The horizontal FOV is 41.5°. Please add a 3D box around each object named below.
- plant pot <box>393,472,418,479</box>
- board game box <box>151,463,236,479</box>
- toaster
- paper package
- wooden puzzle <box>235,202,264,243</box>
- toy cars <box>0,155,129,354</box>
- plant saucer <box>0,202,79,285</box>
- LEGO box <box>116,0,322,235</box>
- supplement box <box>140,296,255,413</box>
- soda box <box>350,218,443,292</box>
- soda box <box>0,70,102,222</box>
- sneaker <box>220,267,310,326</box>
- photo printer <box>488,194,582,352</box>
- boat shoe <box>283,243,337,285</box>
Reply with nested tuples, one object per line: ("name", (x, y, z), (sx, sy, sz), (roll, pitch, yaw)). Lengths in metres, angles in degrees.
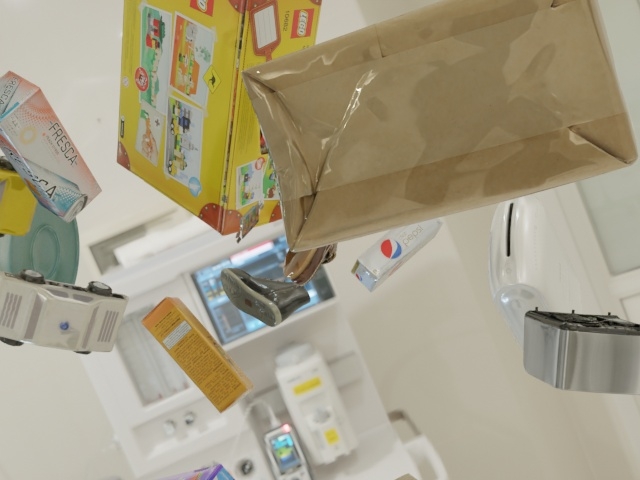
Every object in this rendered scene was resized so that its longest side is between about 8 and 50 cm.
("plant pot", (0.160, 0.538, 1.666), (0.096, 0.109, 0.109), (-4, 11, -28))
("board game box", (-0.193, 0.488, 1.357), (0.347, 0.233, 0.078), (-29, 15, 48))
("toaster", (0.429, 0.172, 1.330), (0.168, 0.110, 0.185), (4, 2, -8))
("paper package", (0.125, -0.118, 0.817), (0.309, 0.168, 0.325), (-16, 4, 16))
("wooden puzzle", (-0.123, -0.034, 1.456), (0.083, 0.006, 0.049), (-50, -22, -35))
("toy cars", (-0.389, 0.025, 1.075), (0.176, 0.394, 0.087), (-36, 30, -13))
("plant saucer", (-0.511, 0.022, 1.525), (0.043, 0.318, 0.317), (1, 12, 11))
("LEGO box", (-0.216, -0.322, 1.676), (0.193, 0.500, 0.372), (-19, 40, -42))
("supplement box", (-0.230, 0.214, 1.591), (0.080, 0.233, 0.078), (-45, -9, 1))
("soda box", (0.167, 0.015, 1.841), (0.216, 0.069, 0.074), (-40, -13, -25))
("soda box", (-0.321, -0.103, 0.967), (0.058, 0.183, 0.063), (30, 66, 28))
("sneaker", (-0.132, 0.118, 1.975), (0.118, 0.083, 0.222), (-25, 45, -37))
("photo printer", (0.412, 0.078, 1.620), (0.107, 0.307, 0.256), (-14, 41, 28))
("boat shoe", (0.000, 0.000, 1.362), (0.073, 0.073, 0.207), (-26, 30, 37))
